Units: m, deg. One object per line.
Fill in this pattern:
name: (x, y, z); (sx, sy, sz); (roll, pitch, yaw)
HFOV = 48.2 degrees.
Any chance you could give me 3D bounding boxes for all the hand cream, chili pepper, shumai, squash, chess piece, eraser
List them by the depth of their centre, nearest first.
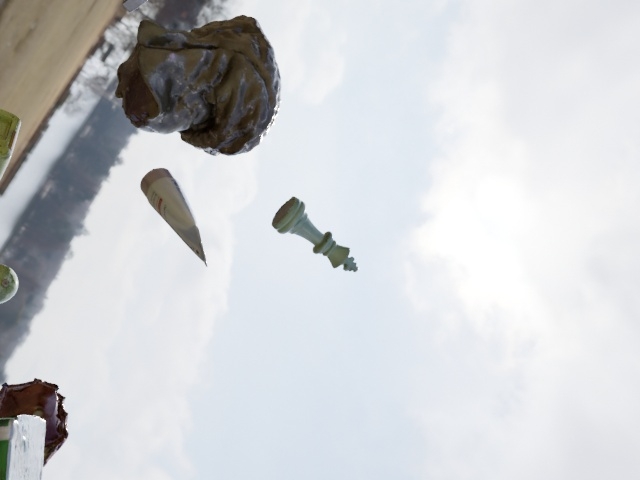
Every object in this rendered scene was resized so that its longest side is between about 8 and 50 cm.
shumai: (-0.155, -0.221, 0.893); (0.184, 0.185, 0.218); (-27, -134, 27)
chili pepper: (-0.472, 0.322, 1.047); (0.253, 0.136, 0.144); (-44, -118, 32)
chess piece: (0.000, 0.000, 1.056); (0.059, 0.149, 0.059); (-43, -158, 22)
squash: (-0.680, 0.088, 1.455); (0.250, 0.083, 0.083); (-3, -124, 53)
eraser: (-0.408, -0.546, 1.576); (0.052, 0.029, 0.122); (-31, -142, 11)
hand cream: (-0.317, -0.057, 1.603); (0.083, 0.133, 0.248); (-28, -127, -17)

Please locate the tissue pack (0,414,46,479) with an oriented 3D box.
tissue pack: (-0.449, 0.288, 0.835); (0.148, 0.209, 0.156); (113, -25, -72)

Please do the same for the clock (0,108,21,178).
clock: (-0.776, -0.229, 1.632); (0.096, 0.143, 0.202); (-51, -149, 24)
